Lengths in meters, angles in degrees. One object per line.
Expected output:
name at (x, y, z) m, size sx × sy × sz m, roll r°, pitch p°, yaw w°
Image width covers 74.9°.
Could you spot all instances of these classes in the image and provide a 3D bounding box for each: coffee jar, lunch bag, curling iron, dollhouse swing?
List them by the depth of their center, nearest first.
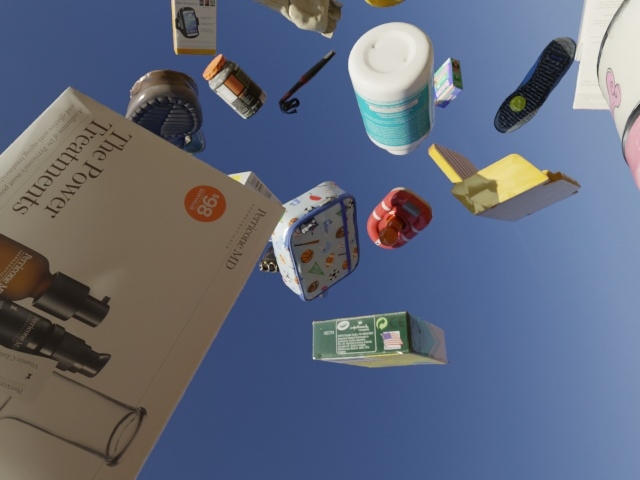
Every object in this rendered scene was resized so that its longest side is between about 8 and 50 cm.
lunch bag at (0.000, 0.000, 1.110) m, size 0.243 × 0.115 × 0.303 m, roll -30°, pitch -43°, yaw -23°
dollhouse swing at (0.583, -0.238, 1.350) m, size 0.347 × 0.315 × 0.304 m, roll 3°, pitch -116°, yaw -46°
coffee jar at (-0.438, -0.339, 1.370) m, size 0.079 × 0.184 × 0.096 m, roll -16°, pitch -87°, yaw 1°
curling iron at (-0.044, -0.539, 1.423) m, size 0.068 × 0.035 × 0.274 m, roll 39°, pitch -91°, yaw -34°

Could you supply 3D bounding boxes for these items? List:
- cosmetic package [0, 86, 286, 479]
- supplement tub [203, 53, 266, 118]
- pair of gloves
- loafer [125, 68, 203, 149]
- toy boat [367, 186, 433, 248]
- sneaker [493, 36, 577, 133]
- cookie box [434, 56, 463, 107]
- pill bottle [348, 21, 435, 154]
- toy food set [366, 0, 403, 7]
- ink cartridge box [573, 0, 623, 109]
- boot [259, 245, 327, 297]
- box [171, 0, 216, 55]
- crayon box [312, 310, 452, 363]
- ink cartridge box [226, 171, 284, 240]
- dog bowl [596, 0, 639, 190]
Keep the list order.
cosmetic package at (-0.248, 0.057, 0.445) m, size 0.284 × 0.097 × 0.377 m, roll 30°, pitch -115°, yaw -8°
supplement tub at (-0.278, -0.500, 1.359) m, size 0.190 × 0.117 × 0.117 m, roll 39°, pitch -122°, yaw -35°
pair of gloves at (-0.028, -0.560, 0.871) m, size 0.204 × 0.042 × 0.240 m, roll 17°, pitch -99°, yaw -28°
loafer at (-0.323, -0.272, 0.838) m, size 0.134 × 0.366 × 0.130 m, roll -2°, pitch -89°, yaw -26°
toy boat at (0.222, -0.042, 1.265) m, size 0.151 × 0.231 × 0.151 m, roll 37°, pitch -123°, yaw -1°
sneaker at (0.449, -0.316, 0.872) m, size 0.069 × 0.209 × 0.082 m, roll 41°, pitch -147°, yaw 17°
cookie box at (0.376, -0.467, 1.242) m, size 0.040 × 0.092 × 0.107 m, roll 8°, pitch -112°, yaw -19°
pill bottle at (0.149, -0.273, 0.818) m, size 0.264 × 0.146 × 0.146 m, roll 52°, pitch -138°, yaw -65°
toy food set at (0.115, -0.471, 0.638) m, size 0.128 × 0.217 × 0.071 m, roll -10°, pitch -139°, yaw -4°
ink cartridge box at (0.591, -0.320, 0.686) m, size 0.066 × 0.296 × 0.261 m, roll 26°, pitch -105°, yaw -66°
boot at (-0.085, 0.097, 1.368) m, size 0.229 × 0.263 × 0.091 m, roll 5°, pitch -66°, yaw -3°
box at (-0.245, -0.435, 0.815) m, size 0.081 × 0.136 × 0.028 m, roll -9°, pitch -135°, yaw -24°
crayon box at (0.147, 0.226, 0.910) m, size 0.318 × 0.202 × 0.081 m, roll 33°, pitch -129°, yaw -55°
ink cartridge box at (-0.247, -0.102, 1.418) m, size 0.303 × 0.307 × 0.072 m, roll 45°, pitch -120°, yaw -40°
dog bowl at (0.464, -0.124, 0.337) m, size 0.408 × 0.408 × 0.150 m, roll 22°, pitch -108°, yaw -33°
